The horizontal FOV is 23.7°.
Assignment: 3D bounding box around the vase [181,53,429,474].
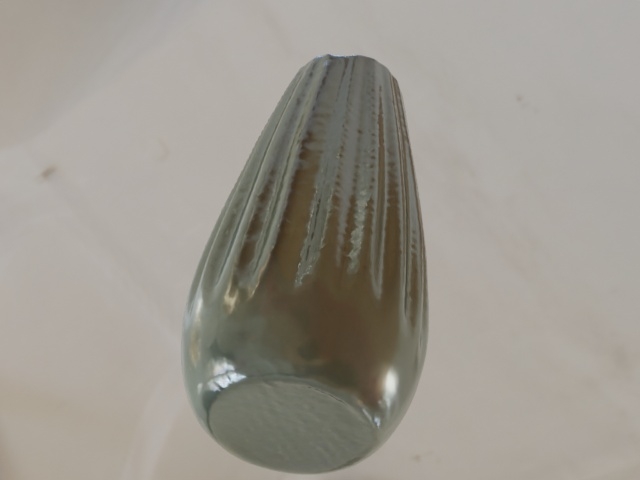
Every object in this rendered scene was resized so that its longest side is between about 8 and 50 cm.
[{"bbox_3d":[0.000,0.000,0.835,0.128,0.128,0.248,34,-135,-27],"label":"vase"}]
